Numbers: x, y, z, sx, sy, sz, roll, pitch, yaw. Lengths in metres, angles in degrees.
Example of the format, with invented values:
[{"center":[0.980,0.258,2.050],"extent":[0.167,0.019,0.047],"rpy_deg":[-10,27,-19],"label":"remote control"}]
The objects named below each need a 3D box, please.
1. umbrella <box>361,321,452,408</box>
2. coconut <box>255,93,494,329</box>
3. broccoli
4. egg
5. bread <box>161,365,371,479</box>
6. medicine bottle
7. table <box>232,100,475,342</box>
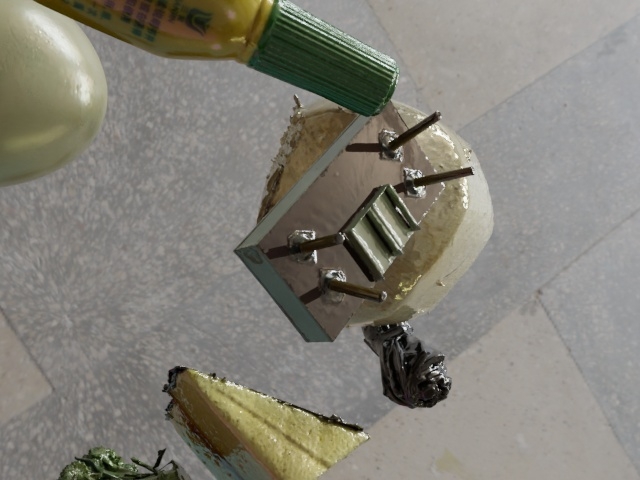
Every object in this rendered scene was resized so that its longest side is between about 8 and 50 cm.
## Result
[{"center":[0.119,0.171,1.210],"extent":[0.118,0.340,0.118],"rpy_deg":[-8,114,-17],"label":"umbrella"},{"center":[0.076,-0.039,1.042],"extent":[0.360,0.346,0.347],"rpy_deg":[15,75,-62],"label":"coconut"},{"center":[-0.395,0.537,1.391],"extent":[0.283,0.321,0.304],"rpy_deg":[-28,111,2],"label":"broccoli"},{"center":[-0.293,-0.133,0.561],"extent":[0.241,0.186,0.186],"rpy_deg":[14,79,-5],"label":"egg"},{"center":[-0.124,0.369,1.383],"extent":[0.405,0.345,0.242],"rpy_deg":[50,53,-1],"label":"bread"},{"center":[-0.067,-0.154,0.470],"extent":[0.260,0.064,0.095],"rpy_deg":[22,121,-16],"label":"medicine bottle"},{"center":[0.050,-0.029,0.676],"extent":[0.122,0.111,0.240],"rpy_deg":[53,55,-20],"label":"table"}]
